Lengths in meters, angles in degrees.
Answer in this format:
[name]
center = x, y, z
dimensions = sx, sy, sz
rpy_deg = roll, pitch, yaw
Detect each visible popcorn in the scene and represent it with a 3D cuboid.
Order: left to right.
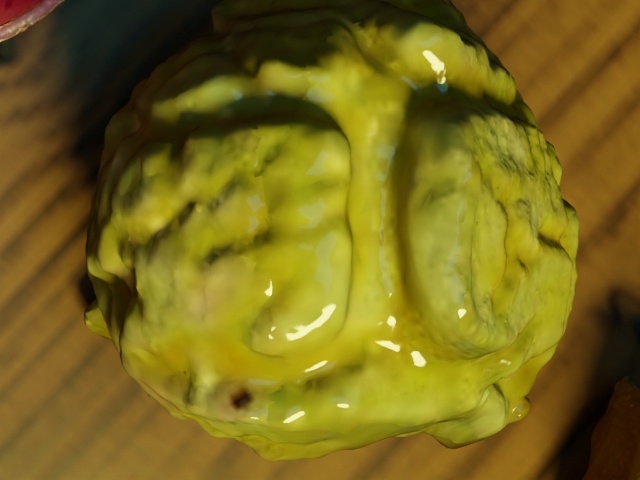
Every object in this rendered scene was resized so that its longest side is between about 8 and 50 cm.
[popcorn]
center = 0.000, -0.001, 0.561
dimensions = 0.185, 0.187, 0.167
rpy_deg = -18, 64, -7

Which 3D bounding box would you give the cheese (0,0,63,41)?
[cheese]
center = -0.181, -0.145, 0.544
dimensions = 0.244, 0.062, 0.155
rpy_deg = 5, 91, -17

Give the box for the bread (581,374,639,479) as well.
[bread]
center = 0.300, 0.129, 0.696
dimensions = 0.380, 0.109, 0.185
rpy_deg = 22, 88, -16
